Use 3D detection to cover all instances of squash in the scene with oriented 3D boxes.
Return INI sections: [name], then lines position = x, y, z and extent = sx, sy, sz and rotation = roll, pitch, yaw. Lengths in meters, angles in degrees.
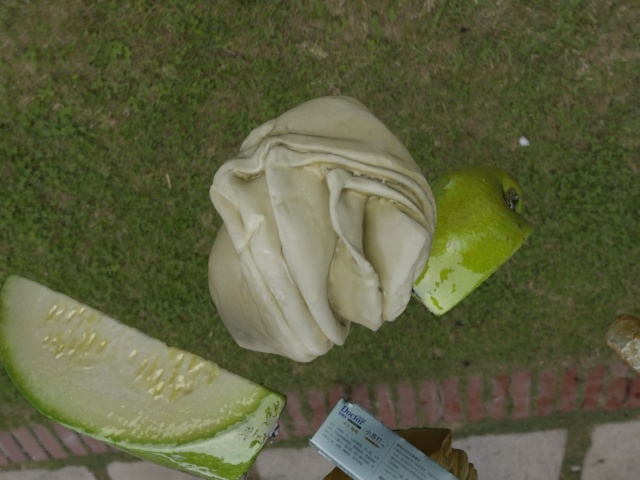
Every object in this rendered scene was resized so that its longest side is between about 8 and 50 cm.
[squash]
position = -0.195, 0.128, 0.571
extent = 0.288, 0.111, 0.203
rotation = 28, 164, -10

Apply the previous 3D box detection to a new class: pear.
[pear]
position = 0.198, -0.022, 0.963
extent = 0.292, 0.292, 0.159
rotation = -34, 93, 24

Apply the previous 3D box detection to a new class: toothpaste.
[toothpaste]
position = 0.130, 0.336, 0.827
extent = 0.312, 0.089, 0.071
rotation = 30, 162, 27

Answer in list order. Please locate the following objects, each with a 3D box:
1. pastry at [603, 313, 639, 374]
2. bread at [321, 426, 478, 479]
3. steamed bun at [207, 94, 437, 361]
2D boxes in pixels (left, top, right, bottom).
[pastry]
position = 0.704, 0.241, 1.309
extent = 0.192, 0.182, 0.093
rotation = 34, 106, -21
[bread]
position = 0.111, 0.438, 1.067
extent = 0.277, 0.324, 0.167
rotation = -24, 82, 31
[steamed bun]
position = 0.001, 0.003, 0.708
extent = 0.289, 0.203, 0.276
rotation = -33, 120, -10
